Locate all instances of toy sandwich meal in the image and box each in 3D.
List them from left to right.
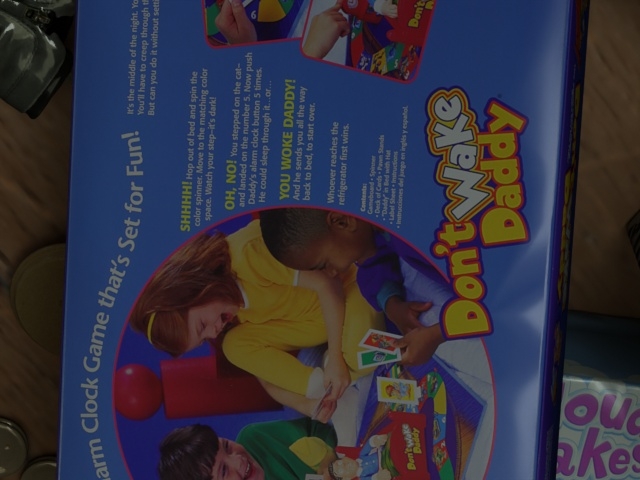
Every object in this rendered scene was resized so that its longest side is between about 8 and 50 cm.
[{"bbox_3d":[-0.128,0.029,0.895,0.085,0.029,0.086,4,122,6],"label":"toy sandwich meal"}]

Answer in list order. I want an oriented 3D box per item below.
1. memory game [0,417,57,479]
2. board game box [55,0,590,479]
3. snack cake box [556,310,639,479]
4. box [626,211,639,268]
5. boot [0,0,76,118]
[{"bbox_3d":[-0.217,0.181,0.964,0.186,0.012,0.186,0,111,0],"label":"memory game"},{"bbox_3d":[0.000,0.000,0.775,0.233,0.078,0.347,5,96,14],"label":"board game box"},{"bbox_3d":[0.108,0.118,0.892,0.264,0.089,0.152,8,112,-2],"label":"snack cake box"},{"bbox_3d":[0.226,0.034,0.755,0.094,0.275,0.113,39,107,-12],"label":"box"},{"bbox_3d":[-0.177,-0.187,0.792,0.161,0.083,0.247,10,117,-10],"label":"boot"}]
